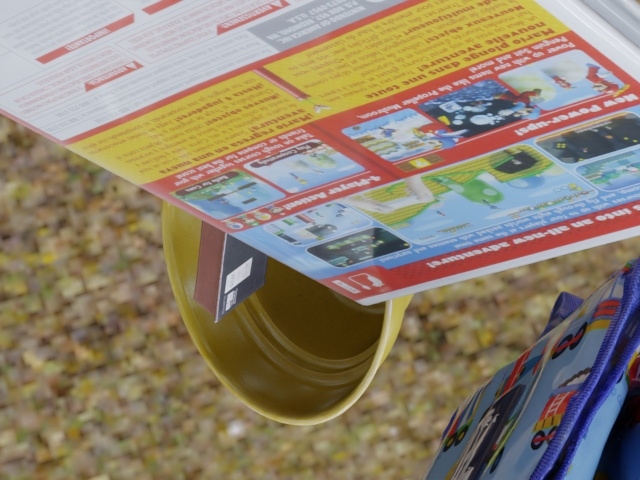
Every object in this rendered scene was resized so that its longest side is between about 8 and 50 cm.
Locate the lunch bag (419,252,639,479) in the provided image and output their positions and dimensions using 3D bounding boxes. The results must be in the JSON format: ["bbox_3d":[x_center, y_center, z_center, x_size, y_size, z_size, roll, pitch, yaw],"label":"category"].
[{"bbox_3d":[0.092,0.149,0.734,0.138,0.293,0.221,22,149,-6],"label":"lunch bag"}]

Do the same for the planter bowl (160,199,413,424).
[{"bbox_3d":[0.000,0.000,1.083,0.090,0.217,0.217,-13,158,-40],"label":"planter bowl"}]

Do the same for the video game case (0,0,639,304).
[{"bbox_3d":[-0.001,-0.056,0.570,0.204,0.025,0.285,-17,147,39],"label":"video game case"}]

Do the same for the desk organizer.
[{"bbox_3d":[-0.061,-0.016,1.058,0.047,0.050,0.130,-38,154,-33],"label":"desk organizer"}]
